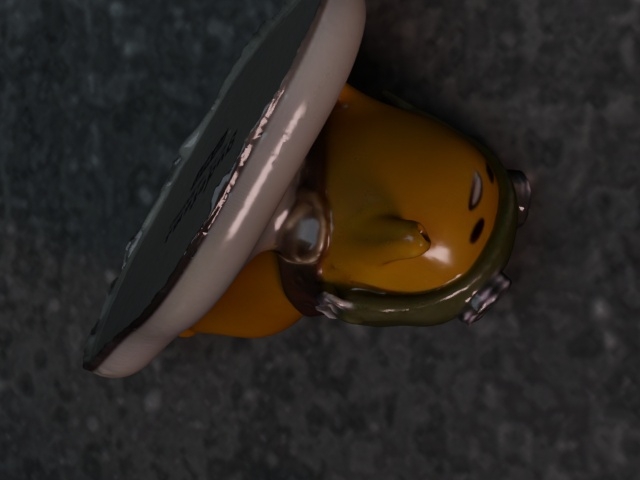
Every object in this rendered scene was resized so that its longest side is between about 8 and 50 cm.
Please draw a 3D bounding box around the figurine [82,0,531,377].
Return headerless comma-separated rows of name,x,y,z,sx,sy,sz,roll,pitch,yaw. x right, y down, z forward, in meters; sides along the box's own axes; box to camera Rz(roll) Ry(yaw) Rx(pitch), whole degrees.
figurine,0.000,0.000,0.734,0.141,0.167,0.250,27,141,-14
